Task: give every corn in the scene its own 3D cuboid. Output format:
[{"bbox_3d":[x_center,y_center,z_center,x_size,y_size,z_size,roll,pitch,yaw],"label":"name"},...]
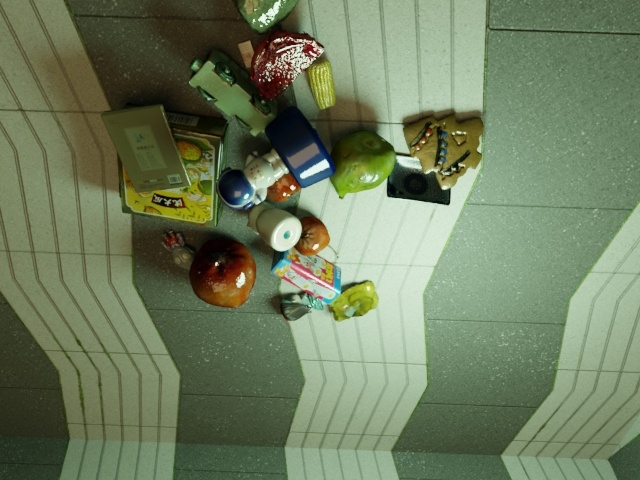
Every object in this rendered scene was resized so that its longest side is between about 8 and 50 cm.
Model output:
[{"bbox_3d":[0.006,-0.528,1.715,0.085,0.063,0.165,-25,128,-10],"label":"corn"}]

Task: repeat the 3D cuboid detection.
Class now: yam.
[{"bbox_3d":[-0.131,-0.761,1.462,0.195,0.195,0.300,37,119,-23],"label":"yam"}]

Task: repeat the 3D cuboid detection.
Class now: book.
[{"bbox_3d":[-0.598,-0.310,1.757,0.217,0.021,0.310,-6,126,8],"label":"book"}]

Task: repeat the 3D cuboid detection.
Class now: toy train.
[{"bbox_3d":[-0.287,-0.499,1.690,0.326,0.159,0.129,36,123,-27],"label":"toy train"}]

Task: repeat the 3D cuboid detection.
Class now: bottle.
[{"bbox_3d":[-0.196,-0.070,1.980,0.148,0.237,0.147,-23,130,-32],"label":"bottle"}]

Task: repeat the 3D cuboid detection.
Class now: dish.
[{"bbox_3d":[0.365,-0.218,1.906,0.244,0.181,0.080,7,164,-3],"label":"dish"}]

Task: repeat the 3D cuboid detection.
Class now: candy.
[{"bbox_3d":[-0.056,0.130,2.156,0.306,0.157,0.100,30,123,-20],"label":"candy"}]

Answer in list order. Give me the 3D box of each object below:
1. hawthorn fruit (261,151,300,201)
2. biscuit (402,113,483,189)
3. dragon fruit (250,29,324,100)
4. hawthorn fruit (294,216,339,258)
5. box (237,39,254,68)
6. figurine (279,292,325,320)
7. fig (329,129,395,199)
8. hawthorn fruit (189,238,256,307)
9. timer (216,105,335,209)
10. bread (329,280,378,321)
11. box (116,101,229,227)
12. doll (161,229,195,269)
[{"bbox_3d":[-0.153,-0.237,1.893,0.179,0.173,0.173,33,126,11],"label":"hawthorn fruit"},{"bbox_3d":[0.431,-0.334,1.813,0.302,0.043,0.277,19,105,-2],"label":"biscuit"},{"bbox_3d":[-0.126,-0.575,1.606,0.163,0.189,0.262,43,117,-15],"label":"dragon fruit"},{"bbox_3d":[0.000,0.000,2.086,0.165,0.165,0.286,-37,147,26],"label":"hawthorn fruit"},{"bbox_3d":[-0.240,-0.620,1.683,0.046,0.012,0.083,-13,126,11],"label":"box"},{"bbox_3d":[-0.067,0.297,2.318,0.246,0.110,0.137,-18,128,6],"label":"figurine"},{"bbox_3d":[0.127,-0.242,1.824,0.233,0.233,0.314,18,119,-12],"label":"fig"},{"bbox_3d":[-0.394,0.138,2.109,0.295,0.294,0.311,-14,160,12],"label":"hawthorn fruit"},{"bbox_3d":[-0.173,-0.239,1.695,0.384,0.270,0.270,-34,122,-1],"label":"timer"},{"bbox_3d":[0.156,0.285,2.292,0.233,0.088,0.160,-28,135,-3],"label":"bread"},{"bbox_3d":[-0.547,-0.270,1.883,0.374,0.138,0.419,9,126,-5],"label":"box"},{"bbox_3d":[-0.596,0.056,2.174,0.102,0.075,0.227,-24,111,8],"label":"doll"}]
